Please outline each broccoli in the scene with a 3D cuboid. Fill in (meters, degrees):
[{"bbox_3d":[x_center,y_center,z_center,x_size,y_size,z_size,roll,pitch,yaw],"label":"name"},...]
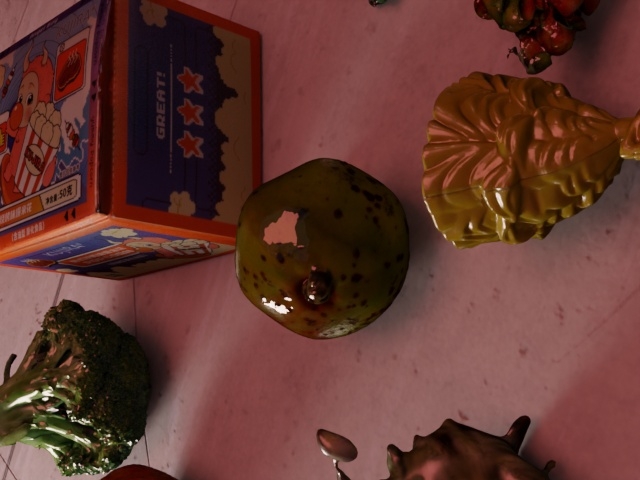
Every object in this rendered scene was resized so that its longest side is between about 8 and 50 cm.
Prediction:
[{"bbox_3d":[-0.360,0.217,1.318,0.269,0.242,0.261,173,83,-73],"label":"broccoli"}]

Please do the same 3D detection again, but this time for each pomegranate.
[{"bbox_3d":[-0.012,-0.004,1.024,0.246,0.198,0.198,45,113,43],"label":"pomegranate"}]

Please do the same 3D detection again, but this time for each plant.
[{"bbox_3d":[0.122,0.317,0.895,0.180,0.251,0.333,-106,10,-49],"label":"plant"}]

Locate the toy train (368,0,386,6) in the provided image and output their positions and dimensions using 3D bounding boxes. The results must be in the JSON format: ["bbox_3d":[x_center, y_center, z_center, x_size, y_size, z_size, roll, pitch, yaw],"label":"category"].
[{"bbox_3d":[0.065,-0.340,1.118,0.081,0.050,0.122,-44,52,21],"label":"toy train"}]

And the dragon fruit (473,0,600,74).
[{"bbox_3d":[0.202,-0.245,0.888,0.142,0.138,0.175,-20,45,44],"label":"dragon fruit"}]

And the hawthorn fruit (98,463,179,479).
[{"bbox_3d":[-0.236,0.379,1.192,0.189,0.189,0.189,-11,74,44],"label":"hawthorn fruit"}]

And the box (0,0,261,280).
[{"bbox_3d":[-0.285,-0.131,1.280,0.349,0.257,0.318,-12,72,44],"label":"box"}]

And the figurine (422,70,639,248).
[{"bbox_3d":[0.268,-0.077,0.782,0.315,0.187,0.168,0,92,39],"label":"figurine"}]
